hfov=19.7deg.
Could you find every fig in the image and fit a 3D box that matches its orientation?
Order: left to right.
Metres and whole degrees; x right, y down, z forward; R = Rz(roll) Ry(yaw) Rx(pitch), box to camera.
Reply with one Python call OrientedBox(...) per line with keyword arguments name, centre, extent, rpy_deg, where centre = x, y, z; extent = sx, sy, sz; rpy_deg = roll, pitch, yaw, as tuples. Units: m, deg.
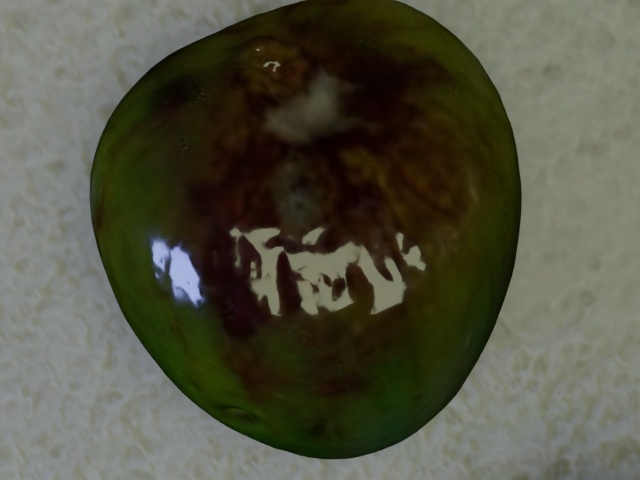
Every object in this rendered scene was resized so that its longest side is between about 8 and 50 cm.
OrientedBox(name="fig", centre=(0.000, 0.000, 0.778), extent=(0.181, 0.181, 0.191), rpy_deg=(-9, 119, -5))
